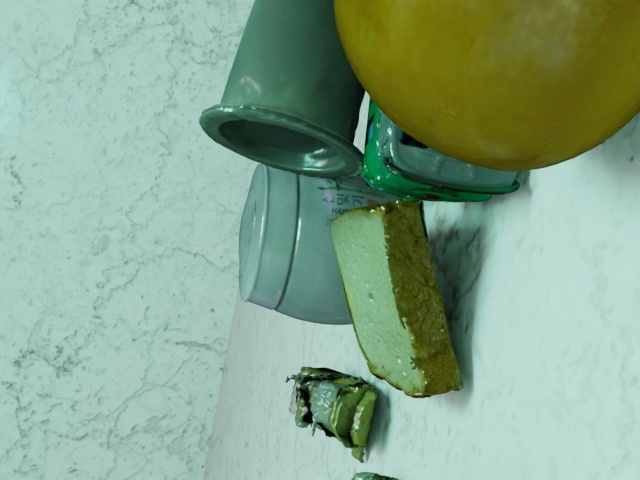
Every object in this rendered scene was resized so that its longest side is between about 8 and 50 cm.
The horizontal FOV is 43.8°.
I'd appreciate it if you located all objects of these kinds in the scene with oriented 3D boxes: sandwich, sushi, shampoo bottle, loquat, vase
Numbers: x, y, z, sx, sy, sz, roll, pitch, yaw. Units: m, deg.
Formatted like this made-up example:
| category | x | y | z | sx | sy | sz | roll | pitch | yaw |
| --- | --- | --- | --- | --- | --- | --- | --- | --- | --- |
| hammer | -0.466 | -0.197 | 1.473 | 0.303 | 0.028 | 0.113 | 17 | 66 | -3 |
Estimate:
| category | x | y | z | sx | sy | sz | roll | pitch | yaw |
| --- | --- | --- | --- | --- | --- | --- | --- | --- | --- |
| sandwich | 0.101 | 0.073 | 1.080 | 0.226 | 0.087 | 0.251 | 173 | 84 | -71 |
| sushi | 0.015 | 0.291 | 1.351 | 0.291 | 0.131 | 0.139 | 177 | 104 | -67 |
| shampoo bottle | 0.000 | 0.000 | 1.315 | 0.273 | 0.266 | 0.273 | -172 | 90 | -75 |
| loquat | 0.169 | -0.224 | 0.712 | 0.328 | 0.328 | 0.328 | -170 | 90 | -76 |
| vase | -0.014 | -0.260 | 1.136 | 0.245 | 0.245 | 0.291 | 154 | 133 | -73 |

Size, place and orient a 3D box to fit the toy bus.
| category | x | y | z | sx | sy | sz | roll | pitch | yaw |
| --- | --- | --- | --- | --- | --- | --- | --- | --- | --- |
| toy bus | 0.153 | -0.210 | 1.021 | 0.199 | 0.183 | 0.343 | 143 | 136 | -75 |

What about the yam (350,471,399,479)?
| category | x | y | z | sx | sy | sz | roll | pitch | yaw |
| --- | --- | --- | --- | --- | --- | --- | --- | --- | --- |
| yam | 0.076 | 0.420 | 1.122 | 0.078 | 0.078 | 0.179 | 124 | 153 | -58 |
